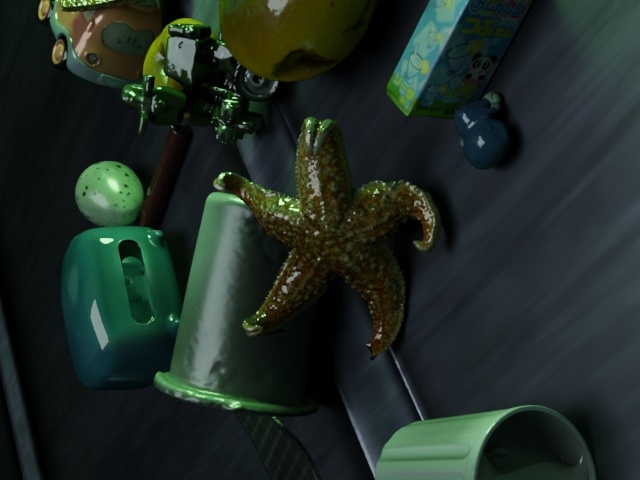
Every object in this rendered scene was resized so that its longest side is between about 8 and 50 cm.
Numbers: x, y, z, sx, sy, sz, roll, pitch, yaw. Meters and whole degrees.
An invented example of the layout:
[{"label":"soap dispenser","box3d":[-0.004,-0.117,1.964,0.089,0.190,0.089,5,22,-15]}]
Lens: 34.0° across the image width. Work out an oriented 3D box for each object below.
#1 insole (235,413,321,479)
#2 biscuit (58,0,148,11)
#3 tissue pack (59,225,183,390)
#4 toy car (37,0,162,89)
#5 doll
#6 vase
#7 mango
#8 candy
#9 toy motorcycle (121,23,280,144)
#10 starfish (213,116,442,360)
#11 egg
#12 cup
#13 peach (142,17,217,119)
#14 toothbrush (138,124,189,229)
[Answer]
[{"label":"insole","box3d":[-0.074,0.317,1.628,0.309,0.012,0.110,52,132,42]},{"label":"biscuit","box3d":[-0.356,-0.482,1.885,0.026,0.237,0.131,81,180,-69]},{"label":"tissue pack","box3d":[-0.352,0.112,1.877,0.206,0.198,0.287,-47,50,48]},{"label":"toy car","box3d":[-0.401,-0.431,1.990,0.212,0.181,0.270,-47,51,33]},{"label":"doll","box3d":[0.186,-0.121,1.214,0.076,0.051,0.083,-56,48,46]},{"label":"vase","box3d":[-0.093,0.086,1.493,0.245,0.245,0.291,11,89,56]},{"label":"mango","box3d":[-0.015,-0.384,1.393,0.253,0.182,0.364,58,135,40]},{"label":"candy","box3d":[0.162,-0.232,1.204,0.062,0.097,0.194,59,136,39]},{"label":"toy motorcycle","box3d":[-0.185,-0.259,1.638,0.275,0.127,0.205,14,107,13]},{"label":"starfish","box3d":[-0.003,0.001,1.329,0.303,0.312,0.113,-57,0,22]},{"label":"egg","box3d":[-0.404,-0.081,2.017,0.164,0.131,0.131,52,131,49]},{"label":"cup","box3d":[0.172,0.292,1.128,0.202,0.167,0.221,-18,73,58]},{"label":"peach","box3d":[-0.236,-0.291,1.794,0.179,0.103,0.179,5,96,55]},{"label":"toothbrush","box3d":[-0.316,-0.065,1.969,0.041,0.041,0.364,57,134,39]}]
